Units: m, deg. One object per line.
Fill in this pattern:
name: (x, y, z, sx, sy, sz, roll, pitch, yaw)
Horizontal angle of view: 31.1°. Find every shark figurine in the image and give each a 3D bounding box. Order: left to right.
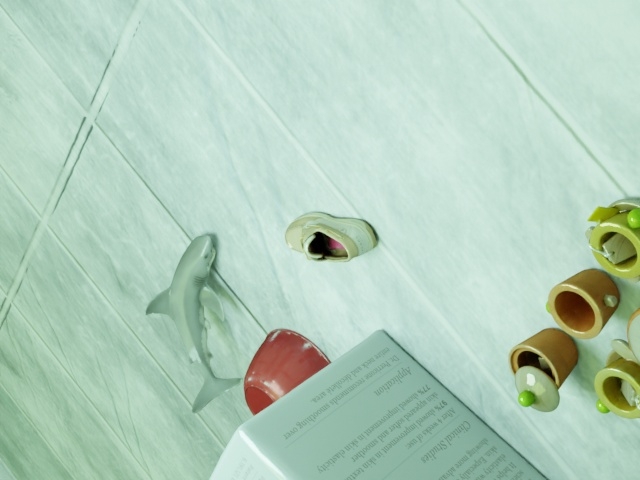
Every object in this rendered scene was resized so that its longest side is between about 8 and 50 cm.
shark figurine: (-0.226, 0.135, 1.887, 0.166, 0.116, 0.278, -4, 92, 58)

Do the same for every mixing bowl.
mixing bowl: (-0.057, 0.243, 1.847, 0.181, 0.098, 0.181, 30, 140, 30)

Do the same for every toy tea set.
toy tea set: (0.313, 0.119, 1.280, 0.200, 0.124, 0.336, 43, 144, 17)

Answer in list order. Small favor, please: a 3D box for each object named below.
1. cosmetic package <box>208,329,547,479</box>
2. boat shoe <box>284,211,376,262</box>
cosmetic package: (0.071, 0.410, 1.587, 0.393, 0.329, 0.327, 42, 130, 18)
boat shoe: (0.000, 0.000, 1.606, 0.170, 0.059, 0.063, 0, 119, 50)
